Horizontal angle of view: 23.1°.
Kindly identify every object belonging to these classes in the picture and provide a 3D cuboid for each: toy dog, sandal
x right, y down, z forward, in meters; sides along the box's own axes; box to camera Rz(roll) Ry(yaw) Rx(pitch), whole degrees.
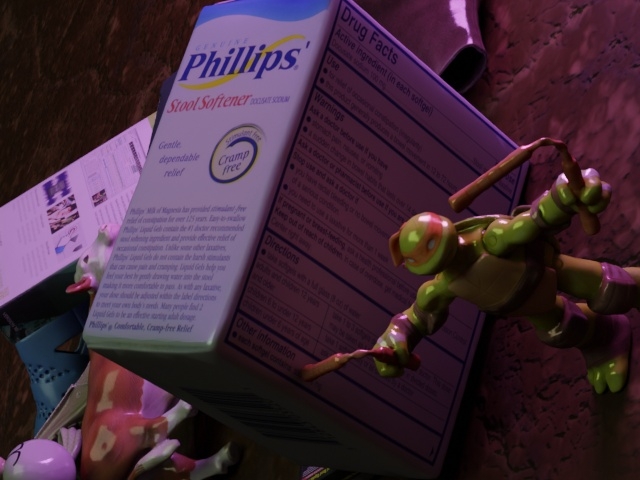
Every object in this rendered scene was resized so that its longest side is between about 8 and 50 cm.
[{"bbox_3d":[-0.359,0.340,1.610,0.220,0.160,0.334,-133,57,-79],"label":"toy dog"},{"bbox_3d":[-0.310,0.142,1.891,0.126,0.138,0.317,-13,60,58],"label":"sandal"}]

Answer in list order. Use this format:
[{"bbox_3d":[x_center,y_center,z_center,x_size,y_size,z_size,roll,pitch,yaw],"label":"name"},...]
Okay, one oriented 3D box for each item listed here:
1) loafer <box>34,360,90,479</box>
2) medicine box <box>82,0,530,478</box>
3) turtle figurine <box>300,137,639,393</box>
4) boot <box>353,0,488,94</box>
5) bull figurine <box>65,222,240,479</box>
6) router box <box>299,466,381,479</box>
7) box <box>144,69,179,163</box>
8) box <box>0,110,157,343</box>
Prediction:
[{"bbox_3d":[-0.238,0.191,1.761,0.268,0.102,0.092,-49,20,9],"label":"loafer"},{"bbox_3d":[0.000,0.000,1.193,0.149,0.263,0.289,-1,64,43],"label":"medicine box"},{"bbox_3d":[0.123,0.032,1.030,0.269,0.217,0.087,-48,31,36],"label":"turtle figurine"},{"bbox_3d":[0.062,-0.175,1.470,0.248,0.090,0.207,-41,34,37],"label":"boot"},{"bbox_3d":[-0.175,0.120,1.604,0.188,0.101,0.310,-17,61,30],"label":"bull figurine"},{"bbox_3d":[0.030,0.158,1.321,0.122,0.038,0.092,-39,37,46],"label":"router box"},{"bbox_3d":[-0.093,-0.083,1.620,0.093,0.158,0.156,-28,46,53],"label":"box"},{"bbox_3d":[-0.245,-0.034,1.822,0.322,0.058,0.232,-32,31,3],"label":"box"}]
